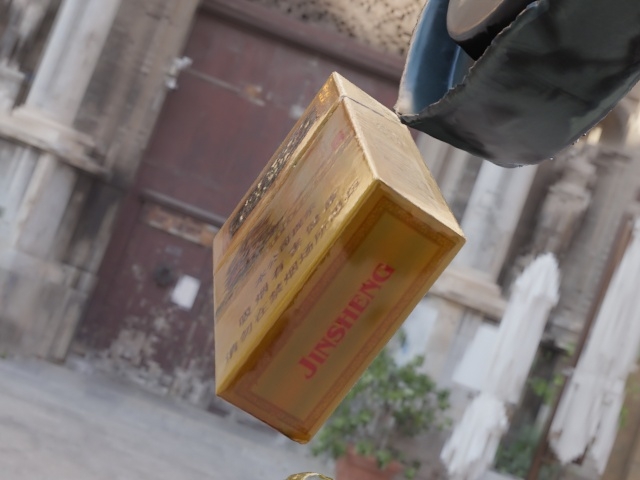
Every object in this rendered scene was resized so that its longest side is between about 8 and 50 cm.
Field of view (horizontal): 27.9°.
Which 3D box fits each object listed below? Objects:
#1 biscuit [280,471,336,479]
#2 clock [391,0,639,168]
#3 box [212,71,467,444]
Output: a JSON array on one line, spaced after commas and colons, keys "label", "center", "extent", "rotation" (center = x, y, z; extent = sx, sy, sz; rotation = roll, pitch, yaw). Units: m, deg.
[{"label": "biscuit", "center": [0.063, 0.146, 0.440], "extent": [0.174, 0.039, 0.183], "rotation": [52, -30, -8]}, {"label": "clock", "center": [0.144, -0.187, 0.647], "extent": [0.067, 0.325, 0.325], "rotation": [28, -7, -10]}, {"label": "box", "center": [0.000, 0.000, 0.906], "extent": [0.076, 0.174, 0.274], "rotation": [34, 15, -16]}]
